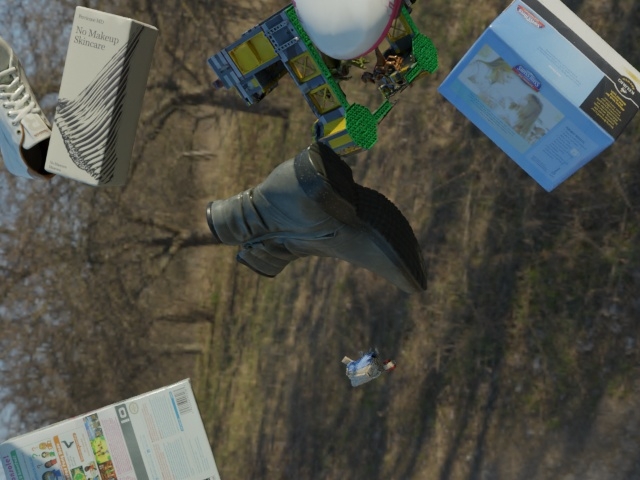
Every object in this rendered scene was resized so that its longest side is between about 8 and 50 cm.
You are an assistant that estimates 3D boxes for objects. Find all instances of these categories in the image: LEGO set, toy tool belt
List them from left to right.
[{"bbox_3d":[0.000,-0.248,1.059,0.192,0.255,0.331,-16,34,44],"label":"LEGO set"},{"bbox_3d":[0.078,0.201,1.213,0.051,0.083,0.052,62,-153,3],"label":"toy tool belt"}]

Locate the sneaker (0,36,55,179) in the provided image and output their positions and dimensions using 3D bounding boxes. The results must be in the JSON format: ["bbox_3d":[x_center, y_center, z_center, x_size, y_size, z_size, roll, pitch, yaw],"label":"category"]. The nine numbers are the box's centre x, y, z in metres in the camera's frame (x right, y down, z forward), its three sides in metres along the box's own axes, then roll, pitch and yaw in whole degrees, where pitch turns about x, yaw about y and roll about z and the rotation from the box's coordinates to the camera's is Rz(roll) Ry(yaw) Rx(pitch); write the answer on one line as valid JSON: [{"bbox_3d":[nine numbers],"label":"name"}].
[{"bbox_3d":[-0.547,-0.243,1.359,0.106,0.123,0.290,-42,-44,-37],"label":"sneaker"}]

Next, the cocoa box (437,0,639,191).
[{"bbox_3d":[0.480,-0.327,1.599,0.228,0.347,0.231,-46,-2,-32],"label":"cocoa box"}]

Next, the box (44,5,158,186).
[{"bbox_3d":[-0.363,-0.234,1.230,0.094,0.113,0.275,-20,-55,-73],"label":"box"}]

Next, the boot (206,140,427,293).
[{"bbox_3d":[0.000,0.000,0.843,0.161,0.246,0.083,-28,39,28],"label":"boot"}]

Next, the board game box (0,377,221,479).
[{"bbox_3d":[-0.322,0.374,1.180,0.097,0.303,0.224,150,103,-78],"label":"board game box"}]

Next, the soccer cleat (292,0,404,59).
[{"bbox_3d":[-0.012,-0.320,0.668,0.116,0.143,0.331,-20,65,35],"label":"soccer cleat"}]
